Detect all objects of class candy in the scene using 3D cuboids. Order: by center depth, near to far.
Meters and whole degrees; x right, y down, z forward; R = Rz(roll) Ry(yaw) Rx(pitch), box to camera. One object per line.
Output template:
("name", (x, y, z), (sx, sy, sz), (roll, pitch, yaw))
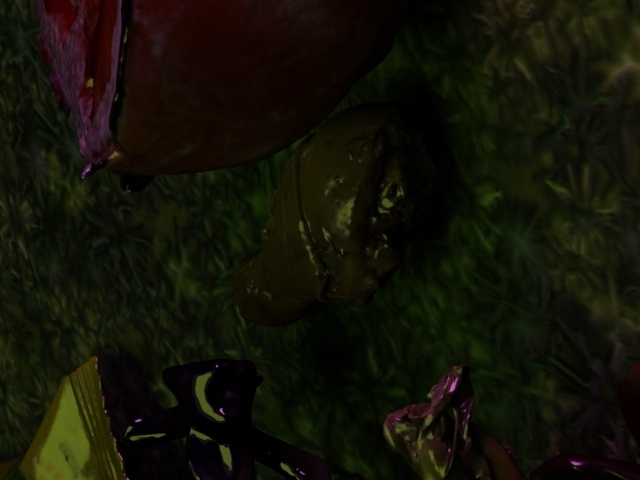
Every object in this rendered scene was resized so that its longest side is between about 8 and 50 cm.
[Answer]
("candy", (-0.164, 0.182, 1.280), (0.149, 0.069, 0.246), (65, 149, 12))

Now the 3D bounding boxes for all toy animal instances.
("toy animal", (-0.034, 0.222, 1.015), (0.195, 0.090, 0.324), (12, 98, 41))

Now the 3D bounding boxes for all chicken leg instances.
("chicken leg", (-0.002, 0.001, 0.987), (0.085, 0.069, 0.198), (62, 150, 10))

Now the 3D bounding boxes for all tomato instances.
("tomato", (-0.040, -0.126, 0.887), (0.214, 0.155, 0.181), (-115, 25, -54))

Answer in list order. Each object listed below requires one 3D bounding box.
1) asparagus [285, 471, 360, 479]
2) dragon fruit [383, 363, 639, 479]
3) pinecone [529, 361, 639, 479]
("asparagus", (0.012, 0.268, 1.096), (0.080, 0.080, 0.287), (13, 119, 48))
("dragon fruit", (0.089, 0.158, 0.894), (0.135, 0.137, 0.236), (6, 110, 47))
("pinecone", (0.176, 0.137, 0.675), (0.264, 0.264, 0.264), (27, 128, 41))
